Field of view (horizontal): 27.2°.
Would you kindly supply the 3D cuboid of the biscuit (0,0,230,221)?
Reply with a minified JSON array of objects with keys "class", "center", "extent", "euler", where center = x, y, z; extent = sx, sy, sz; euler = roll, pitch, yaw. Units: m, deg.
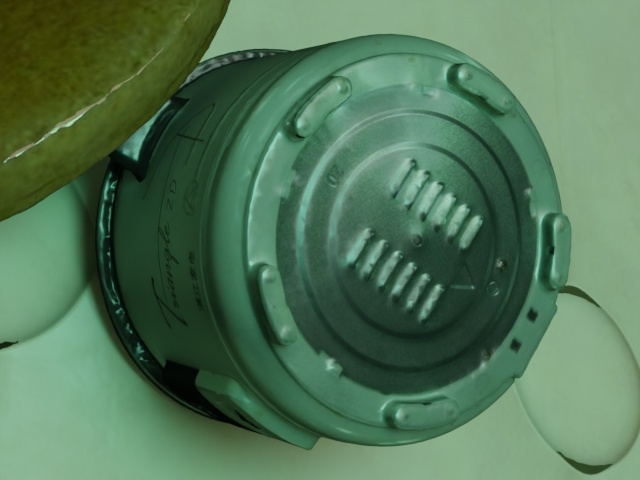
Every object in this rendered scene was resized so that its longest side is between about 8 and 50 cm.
[{"class":"biscuit","center":[-0.221,-0.130,0.718],"extent":[0.287,0.057,0.344],"euler":[38,63,17]}]

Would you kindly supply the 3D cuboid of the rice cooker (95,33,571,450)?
[{"class":"rice cooker","center":[0.000,0.000,0.787],"extent":[0.280,0.227,0.241],"euler":[33,76,-26]}]
